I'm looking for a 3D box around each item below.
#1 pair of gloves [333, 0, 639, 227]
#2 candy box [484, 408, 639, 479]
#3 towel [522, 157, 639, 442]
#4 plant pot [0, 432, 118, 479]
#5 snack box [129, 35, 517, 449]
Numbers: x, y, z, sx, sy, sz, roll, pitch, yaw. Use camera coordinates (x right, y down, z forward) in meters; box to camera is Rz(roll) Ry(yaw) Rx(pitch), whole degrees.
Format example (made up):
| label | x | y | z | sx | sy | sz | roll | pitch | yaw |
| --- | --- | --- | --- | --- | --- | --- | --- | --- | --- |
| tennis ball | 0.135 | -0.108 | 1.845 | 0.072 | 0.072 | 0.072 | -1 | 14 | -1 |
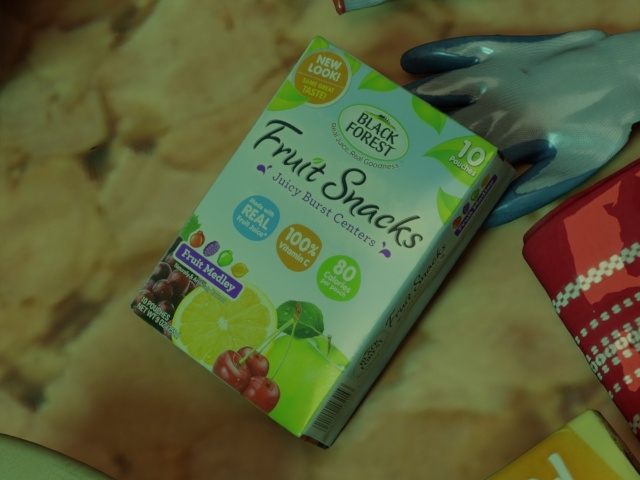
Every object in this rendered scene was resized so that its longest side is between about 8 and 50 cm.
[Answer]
| label | x | y | z | sx | sy | sz | roll | pitch | yaw |
| --- | --- | --- | --- | --- | --- | --- | --- | --- | --- |
| pair of gloves | 0.085 | -0.103 | 0.772 | 0.159 | 0.023 | 0.198 | -17 | 64 | 5 |
| candy box | 0.022 | 0.225 | 0.601 | 0.316 | 0.087 | 0.183 | -34 | 62 | -2 |
| towel | 0.222 | 0.053 | 0.659 | 0.199 | 0.031 | 0.275 | -31 | 62 | 1 |
| plant pot | -0.108 | 0.137 | 0.672 | 0.096 | 0.109 | 0.109 | 32 | 77 | 37 |
| snack box | 0.000 | 0.000 | 0.726 | 0.100 | 0.037 | 0.141 | 35 | 89 | 25 |
